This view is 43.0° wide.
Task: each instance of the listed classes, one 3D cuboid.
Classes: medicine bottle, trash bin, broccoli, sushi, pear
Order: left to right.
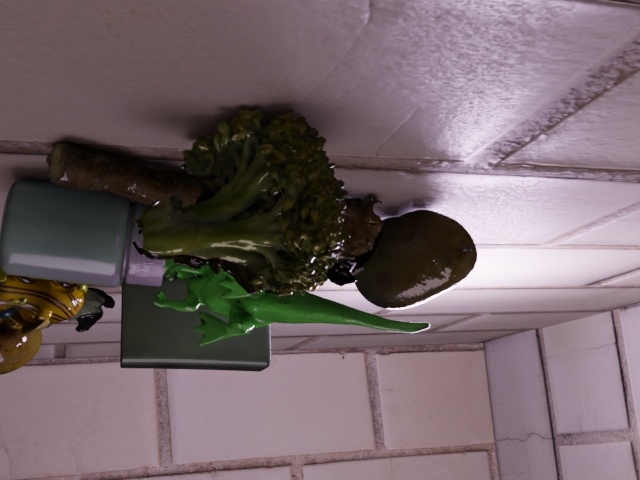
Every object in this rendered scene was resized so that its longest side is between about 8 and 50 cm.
[{"bbox_3d":[-0.788,0.231,1.965,0.228,0.188,0.211,4,172,-31],"label":"pear"},{"bbox_3d":[-0.335,-0.006,1.166,0.225,0.139,0.139,7,164,-12],"label":"medicine bottle"},{"bbox_3d":[-0.297,0.194,1.922,0.343,0.223,0.158,3,165,-16],"label":"trash bin"},{"bbox_3d":[-0.072,-0.055,0.974,0.273,0.242,0.180,0,146,-46],"label":"broccoli"},{"bbox_3d":[0.000,0.000,1.341,0.212,0.147,0.115,4,163,-25],"label":"sushi"}]

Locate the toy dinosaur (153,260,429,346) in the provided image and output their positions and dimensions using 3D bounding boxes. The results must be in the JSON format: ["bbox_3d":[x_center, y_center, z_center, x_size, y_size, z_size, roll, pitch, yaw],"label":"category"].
[{"bbox_3d":[-0.073,0.112,1.518,0.500,0.144,0.374,10,-174,-4],"label":"toy dinosaur"}]

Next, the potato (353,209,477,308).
[{"bbox_3d":[0.173,0.033,1.464,0.251,0.174,0.159,-16,163,42],"label":"potato"}]

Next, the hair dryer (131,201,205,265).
[{"bbox_3d":[-0.182,-0.048,1.273,0.235,0.091,0.271,20,146,-38],"label":"hair dryer"}]

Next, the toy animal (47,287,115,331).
[{"bbox_3d":[-0.610,0.155,1.917,0.225,0.094,0.121,4,157,3],"label":"toy animal"}]

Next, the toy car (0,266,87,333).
[{"bbox_3d":[-0.599,0.119,1.652,0.248,0.142,0.200,11,161,-43],"label":"toy car"}]

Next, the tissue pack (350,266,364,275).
[{"bbox_3d":[-0.002,0.006,1.441,0.148,0.109,0.060,4,160,-25],"label":"tissue pack"}]

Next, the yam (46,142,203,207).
[{"bbox_3d":[-0.251,-0.080,1.108,0.061,0.061,0.253,-15,163,37],"label":"yam"}]
